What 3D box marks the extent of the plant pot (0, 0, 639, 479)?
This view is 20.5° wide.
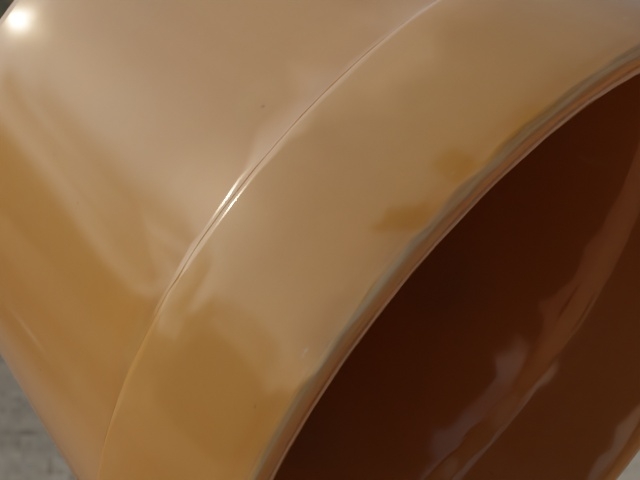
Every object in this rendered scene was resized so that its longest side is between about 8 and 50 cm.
[{"bbox_3d":[0.000,0.000,0.635,0.203,0.291,0.291,38,27,27],"label":"plant pot"}]
